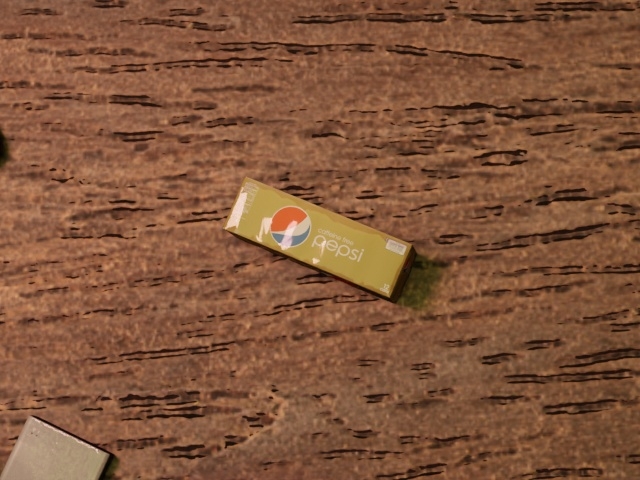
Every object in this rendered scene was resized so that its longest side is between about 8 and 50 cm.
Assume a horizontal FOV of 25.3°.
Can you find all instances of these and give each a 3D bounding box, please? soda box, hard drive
[{"bbox_3d":[0.000,0.000,1.405,0.181,0.061,0.058,23,85,11],"label":"soda box"},{"bbox_3d":[-0.277,0.255,1.426,0.094,0.022,0.135,24,85,12],"label":"hard drive"}]
